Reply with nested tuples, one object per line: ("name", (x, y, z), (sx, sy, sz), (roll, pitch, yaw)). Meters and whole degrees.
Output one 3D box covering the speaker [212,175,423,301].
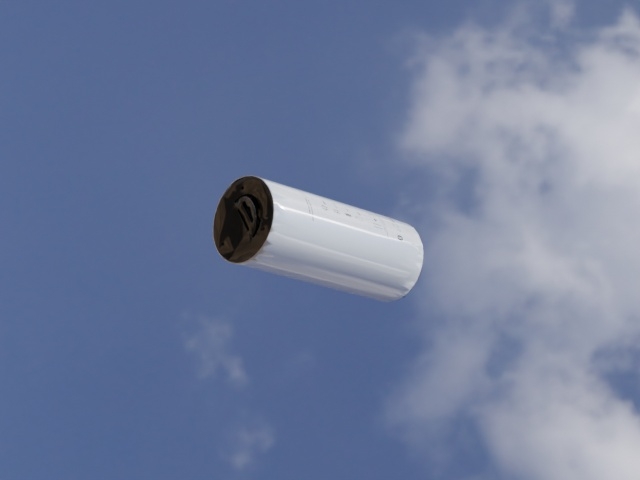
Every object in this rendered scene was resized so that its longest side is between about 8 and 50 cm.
("speaker", (0.000, 0.000, 0.944), (0.055, 0.136, 0.055), (-14, -111, 42))
